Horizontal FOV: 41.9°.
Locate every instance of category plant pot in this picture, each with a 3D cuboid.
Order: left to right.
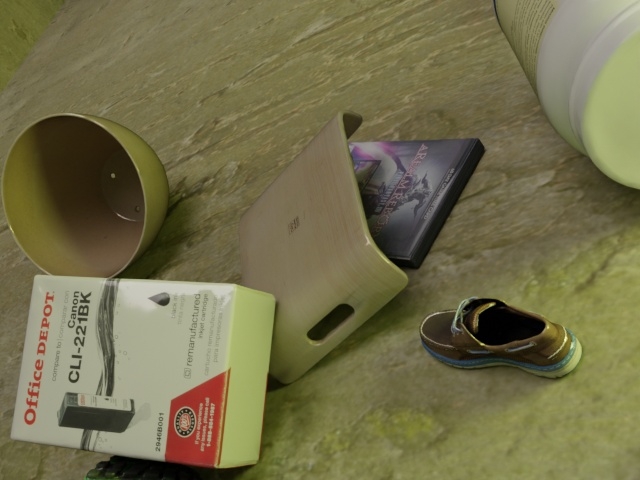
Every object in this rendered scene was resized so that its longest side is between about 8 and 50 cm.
[{"bbox_3d":[-0.373,-0.084,1.443,0.284,0.284,0.191,-26,3,24],"label":"plant pot"}]

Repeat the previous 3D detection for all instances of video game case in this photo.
[{"bbox_3d":[0.069,-0.057,1.134,0.274,0.026,0.196,5,56,49],"label":"video game case"}]

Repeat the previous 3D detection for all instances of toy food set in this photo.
[{"bbox_3d":[0.000,0.000,1.062,0.220,0.092,0.306,-44,35,28],"label":"toy food set"}]

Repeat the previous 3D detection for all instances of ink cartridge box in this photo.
[{"bbox_3d":[-0.205,0.147,0.969,0.272,0.114,0.197,1,80,22],"label":"ink cartridge box"}]

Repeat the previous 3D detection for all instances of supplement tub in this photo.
[{"bbox_3d":[0.321,-0.225,0.868,0.235,0.235,0.325,-30,36,19],"label":"supplement tub"}]

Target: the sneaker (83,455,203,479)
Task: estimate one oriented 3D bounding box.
[{"bbox_3d":[-0.213,0.358,0.865,0.343,0.134,0.146,-75,0,-60],"label":"sneaker"}]

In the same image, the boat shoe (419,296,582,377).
[{"bbox_3d":[0.167,0.086,0.833,0.183,0.066,0.066,-1,51,45],"label":"boat shoe"}]
